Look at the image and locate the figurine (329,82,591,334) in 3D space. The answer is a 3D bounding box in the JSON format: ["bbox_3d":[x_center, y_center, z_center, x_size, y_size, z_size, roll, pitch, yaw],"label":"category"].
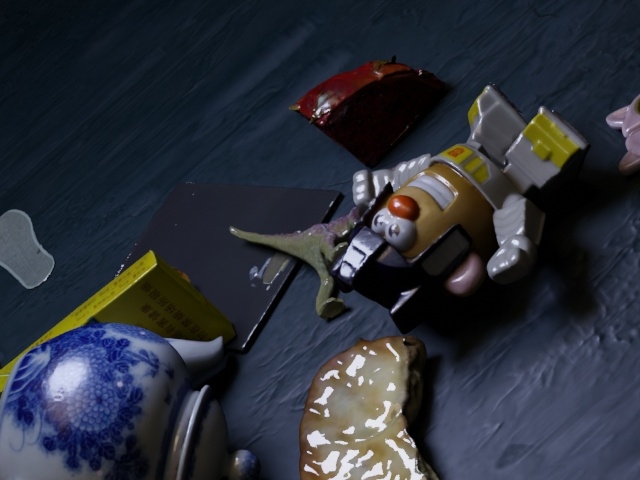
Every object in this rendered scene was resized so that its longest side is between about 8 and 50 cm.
[{"bbox_3d":[0.144,-0.026,1.857,0.308,0.143,0.308,-38,19,16],"label":"figurine"}]

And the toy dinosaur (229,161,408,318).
[{"bbox_3d":[0.004,0.003,2.039,0.251,0.072,0.199,-33,29,23],"label":"toy dinosaur"}]

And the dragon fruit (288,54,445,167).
[{"bbox_3d":[0.053,-0.183,2.138,0.161,0.127,0.120,-44,42,-2],"label":"dragon fruit"}]

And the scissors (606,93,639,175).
[{"bbox_3d":[0.449,-0.170,1.822,0.318,0.024,0.160,-28,35,20],"label":"scissors"}]

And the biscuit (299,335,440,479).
[{"bbox_3d":[0.049,0.219,1.769,0.154,0.045,0.299,-26,38,19],"label":"biscuit"}]

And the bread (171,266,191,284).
[{"bbox_3d":[-0.218,0.088,2.143,0.132,0.053,0.074,-32,40,14],"label":"bread"}]

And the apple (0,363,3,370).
[{"bbox_3d":[-0.576,0.228,2.112,0.400,0.333,0.400,-27,36,22],"label":"apple"}]

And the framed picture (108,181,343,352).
[{"bbox_3d":[-0.141,0.026,2.192,0.324,0.013,0.244,6,57,47],"label":"framed picture"}]

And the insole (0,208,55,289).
[{"bbox_3d":[-0.432,0.013,2.493,0.080,0.003,0.232,-43,35,-2],"label":"insole"}]

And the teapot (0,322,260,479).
[{"bbox_3d":[-0.202,0.222,1.866,0.280,0.252,0.424,11,34,6],"label":"teapot"}]

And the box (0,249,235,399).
[{"bbox_3d":[-0.252,0.144,2.034,0.279,0.153,0.041,-39,37,9],"label":"box"}]
